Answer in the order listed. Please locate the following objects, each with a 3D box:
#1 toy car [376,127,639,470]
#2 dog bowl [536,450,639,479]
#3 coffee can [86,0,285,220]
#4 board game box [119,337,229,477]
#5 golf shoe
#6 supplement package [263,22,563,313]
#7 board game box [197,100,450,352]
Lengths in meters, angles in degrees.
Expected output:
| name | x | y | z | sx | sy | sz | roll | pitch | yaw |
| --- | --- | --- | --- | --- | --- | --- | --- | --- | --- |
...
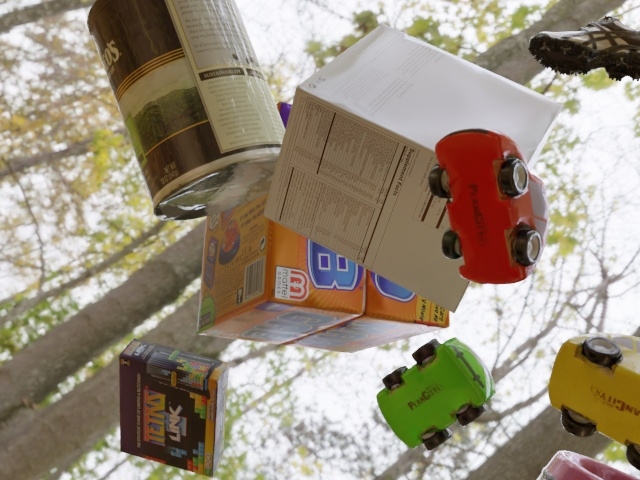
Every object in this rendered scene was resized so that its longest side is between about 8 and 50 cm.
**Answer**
| name | x | y | z | sx | sy | sz | roll | pitch | yaw |
| --- | --- | --- | --- | --- | --- | --- | --- | --- | --- |
| toy car | 0.116 | 0.069 | 0.549 | 0.239 | 0.053 | 0.225 | 55 | -44 | 13 |
| dog bowl | 0.541 | 0.501 | 1.421 | 0.408 | 0.408 | 0.150 | 22 | -92 | 41 |
| coffee can | -0.167 | -0.190 | 1.094 | 0.201 | 0.201 | 0.275 | -35 | -107 | 53 |
| board game box | -0.200 | 0.228 | 1.128 | 0.141 | 0.048 | 0.170 | 11 | -62 | 10 |
| golf shoe | 0.434 | -0.315 | 1.333 | 0.198 | 0.094 | 0.077 | 11 | -25 | 2 |
| supplement package | 0.090 | -0.077 | 0.792 | 0.203 | 0.194 | 0.149 | 27 | -51 | 12 |
| board game box | 0.000 | 0.000 | 1.588 | 0.356 | 0.356 | 0.356 | -29 | -125 | 59 |
